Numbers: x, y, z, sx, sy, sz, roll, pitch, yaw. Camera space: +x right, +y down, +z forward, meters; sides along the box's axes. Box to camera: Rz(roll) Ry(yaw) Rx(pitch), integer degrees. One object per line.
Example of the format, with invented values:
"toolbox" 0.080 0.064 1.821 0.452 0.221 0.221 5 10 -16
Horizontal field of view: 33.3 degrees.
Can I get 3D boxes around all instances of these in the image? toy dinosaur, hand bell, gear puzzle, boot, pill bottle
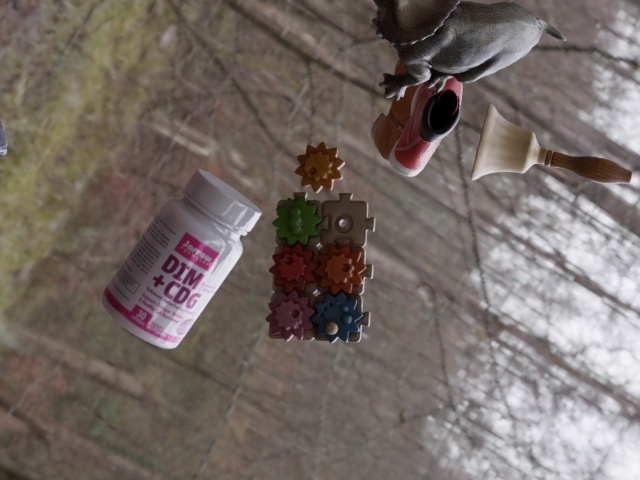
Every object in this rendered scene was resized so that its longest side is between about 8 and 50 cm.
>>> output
"toy dinosaur" 0.157 -0.217 1.158 0.160 0.314 0.121 -8 -105 63
"hand bell" 0.369 -0.130 1.683 0.126 0.242 0.126 13 90 -82
"gear puzzle" 0.000 0.000 1.771 0.044 0.175 0.339 31 62 -74
"boot" 0.211 -0.298 2.319 0.283 0.109 0.220 -56 -157 10
"pill bottle" -0.235 0.029 1.828 0.283 0.160 0.160 -55 -169 6
"boot" 0.215 -0.243 1.861 0.244 0.088 0.176 -63 -175 -33

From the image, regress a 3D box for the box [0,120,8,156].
"box" -0.842 -0.181 1.637 0.472 0.297 0.480 -18 180 34
